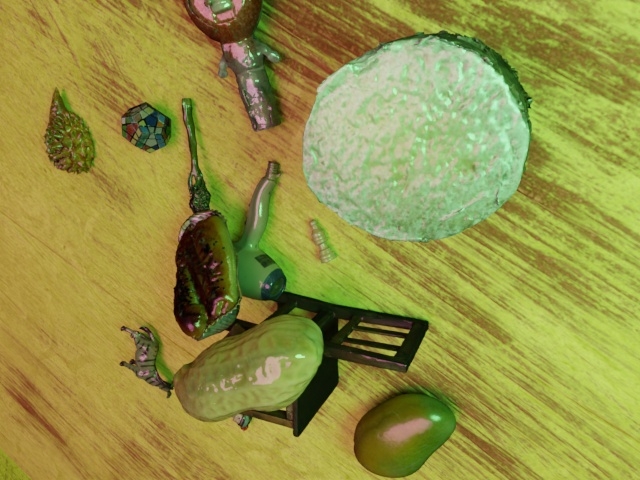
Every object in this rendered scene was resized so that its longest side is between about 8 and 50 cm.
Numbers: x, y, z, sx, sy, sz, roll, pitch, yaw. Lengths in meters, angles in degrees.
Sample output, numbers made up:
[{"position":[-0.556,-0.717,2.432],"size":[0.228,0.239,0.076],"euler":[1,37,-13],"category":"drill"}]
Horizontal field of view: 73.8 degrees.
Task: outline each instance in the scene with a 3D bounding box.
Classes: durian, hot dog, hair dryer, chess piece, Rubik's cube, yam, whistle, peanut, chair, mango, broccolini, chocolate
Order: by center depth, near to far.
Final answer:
[{"position":[0.151,-0.160,0.578],"size":[0.240,0.348,0.241],"euler":[11,120,20],"category":"yam"},{"position":[-0.129,0.234,0.753],"size":[0.313,0.152,0.152],"euler":[-25,97,17],"category":"peanut"},{"position":[-0.153,-0.375,0.776],"size":[0.142,0.134,0.346],"euler":[-19,111,-5],"category":"whistle"},{"position":[-0.175,0.218,0.850],"size":[0.064,0.031,0.101],"euler":[43,116,7],"category":"chocolate"},{"position":[-0.237,0.064,0.867],"size":[0.162,0.081,0.271],"euler":[-27,60,22],"category":"hot dog"},{"position":[0.000,0.000,0.892],"size":[0.035,0.035,0.092],"euler":[-21,95,32],"category":"chess piece"},{"position":[-0.004,0.267,0.902],"size":[0.415,0.203,0.241],"euler":[9,109,26],"category":"chair"},{"position":[0.173,0.417,0.915],"size":[0.156,0.114,0.251],"euler":[47,124,12],"category":"mango"},{"position":[-0.285,-0.181,0.933],"size":[0.071,0.057,0.255],"euler":[-7,100,11],"category":"broccolini"},{"position":[-0.389,-0.254,0.957],"size":[0.111,0.111,0.093],"euler":[-1,136,27],"category":"Rubik's cube"},{"position":[-0.208,-0.022,0.969],"size":[0.295,0.119,0.299],"euler":[2,94,30],"category":"hair dryer"},{"position":[-0.668,-0.277,1.099],"size":[0.140,0.078,0.224],"euler":[0,110,27],"category":"durian"}]

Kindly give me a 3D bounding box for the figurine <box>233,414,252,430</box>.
[{"position":[-0.238,0.481,1.190],"size":[0.106,0.047,0.060],"euler":[34,112,14],"category":"figurine"}]

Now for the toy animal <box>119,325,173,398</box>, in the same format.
[{"position":[-0.513,0.359,1.273],"size":[0.175,0.073,0.217],"euler":[13,110,16],"category":"toy animal"}]
